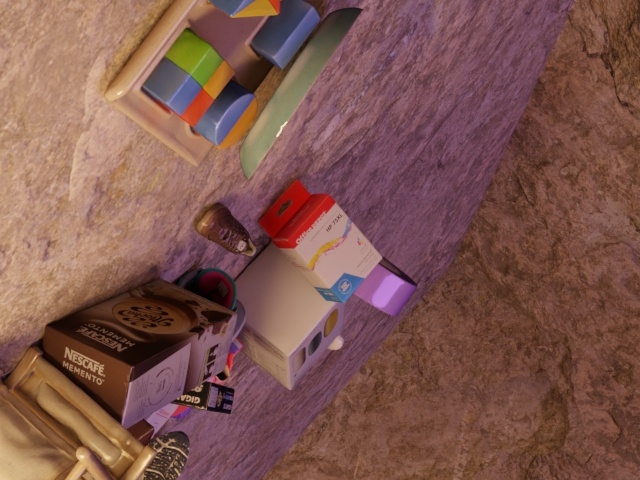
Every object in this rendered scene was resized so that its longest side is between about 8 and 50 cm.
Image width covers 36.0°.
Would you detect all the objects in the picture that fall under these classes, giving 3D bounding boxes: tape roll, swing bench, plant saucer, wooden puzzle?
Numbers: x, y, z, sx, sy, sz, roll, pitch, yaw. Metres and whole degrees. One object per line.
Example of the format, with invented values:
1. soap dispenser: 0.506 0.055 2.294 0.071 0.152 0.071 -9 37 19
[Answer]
1. tape roll: 0.092 0.063 2.318 0.090 0.275 0.275 -56 165 6
2. swing bench: -0.396 0.269 1.328 0.165 0.253 0.255 -52 165 -4
3. plant saucer: -0.040 -0.235 1.531 0.317 0.043 0.317 -56 -175 7
4. wooden puzzle: -0.114 -0.259 1.340 0.322 0.080 0.348 -54 166 -1

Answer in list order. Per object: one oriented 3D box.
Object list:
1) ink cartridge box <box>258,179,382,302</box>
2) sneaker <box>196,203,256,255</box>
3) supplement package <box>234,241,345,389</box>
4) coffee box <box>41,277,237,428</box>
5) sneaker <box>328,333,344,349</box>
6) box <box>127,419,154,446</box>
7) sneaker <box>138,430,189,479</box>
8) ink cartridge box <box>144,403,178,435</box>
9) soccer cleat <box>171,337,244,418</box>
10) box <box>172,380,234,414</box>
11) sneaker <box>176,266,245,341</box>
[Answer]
1. ink cartridge box: 0.000 0.000 1.991 0.134 0.231 0.078 -49 -158 -19
2. sneaker: -0.160 -0.014 1.769 0.066 0.071 0.188 -54 166 1
3. supplement package: -0.080 0.165 2.169 0.199 0.198 0.263 -48 164 -18
4. coffee box: -0.287 0.174 1.580 0.297 0.168 0.119 -26 134 -61
5. sneaker: -0.019 0.177 2.366 0.094 0.212 0.080 -45 156 -32
6. box: -0.473 0.429 1.689 0.381 0.143 0.191 -29 151 -54
7. sneaker: -0.402 0.549 2.301 0.283 0.110 0.122 -53 -177 7
8. ink cartridge box: -0.367 0.361 1.994 0.198 0.067 0.115 -50 165 -9
9. soccer cleat: -0.252 0.289 2.081 0.108 0.116 0.318 -36 157 -48
10. box: -0.278 0.261 1.750 0.175 0.220 0.051 57 43 -75
11. sneaker: -0.206 0.124 1.866 0.178 0.124 0.295 -51 167 28
